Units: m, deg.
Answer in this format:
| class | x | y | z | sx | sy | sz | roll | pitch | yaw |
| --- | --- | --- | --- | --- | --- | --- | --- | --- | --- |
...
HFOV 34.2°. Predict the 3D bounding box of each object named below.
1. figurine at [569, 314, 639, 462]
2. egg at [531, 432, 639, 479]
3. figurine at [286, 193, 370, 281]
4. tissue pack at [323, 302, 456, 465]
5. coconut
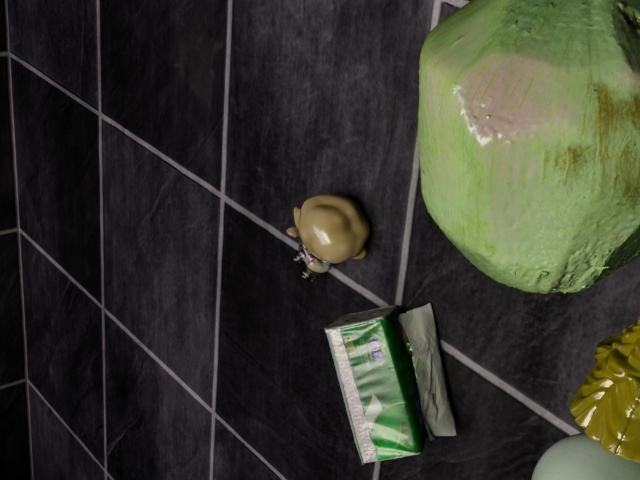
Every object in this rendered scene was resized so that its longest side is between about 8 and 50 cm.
| class | x | y | z | sx | sy | sz | roll | pitch | yaw |
| --- | --- | --- | --- | --- | --- | --- | --- | --- | --- |
| figurine | 0.389 | 0.060 | 1.111 | 0.168 | 0.187 | 0.315 | 34 | 120 | 48 |
| egg | 0.363 | 0.344 | 1.221 | 0.264 | 0.182 | 0.183 | 46 | 136 | 24 |
| figurine | 0.000 | 0.000 | 1.662 | 0.196 | 0.108 | 0.114 | -45 | 62 | 57 |
| tissue pack | 0.112 | 0.206 | 1.558 | 0.156 | 0.148 | 0.209 | -14 | 90 | 15 |
| coconut | 0.233 | -0.125 | 0.989 | 0.281 | 0.328 | 0.329 | -128 | 37 | -58 |
